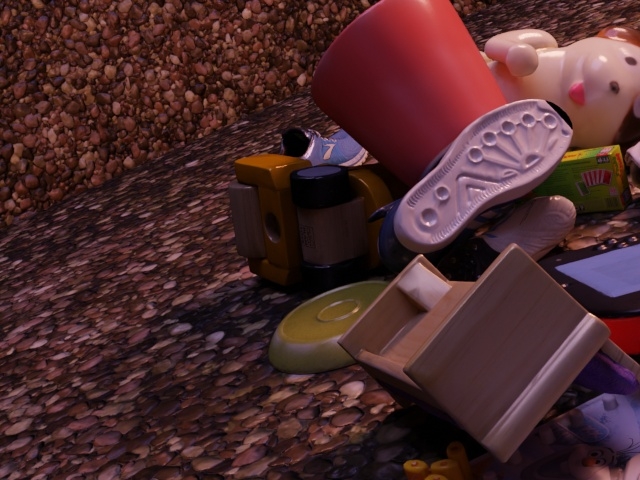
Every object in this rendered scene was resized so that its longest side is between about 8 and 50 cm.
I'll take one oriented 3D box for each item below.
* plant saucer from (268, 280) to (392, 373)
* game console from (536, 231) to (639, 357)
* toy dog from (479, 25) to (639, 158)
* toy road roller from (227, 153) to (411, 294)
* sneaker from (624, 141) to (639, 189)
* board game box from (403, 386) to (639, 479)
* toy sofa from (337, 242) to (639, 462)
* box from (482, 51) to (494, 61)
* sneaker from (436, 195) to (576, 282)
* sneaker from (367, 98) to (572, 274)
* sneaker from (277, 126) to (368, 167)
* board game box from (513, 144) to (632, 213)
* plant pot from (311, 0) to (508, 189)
[{"bbox_3d":[0.031,0.115,1.431,0.241,0.037,0.241,-18,18,6],"label":"plant saucer"},{"bbox_3d":[0.431,0.023,1.119,0.342,0.060,0.386,-20,7,1],"label":"game console"},{"bbox_3d":[0.401,-0.225,1.761,0.407,0.285,0.395,-8,-12,38],"label":"toy dog"},{"bbox_3d":[0.015,-0.045,1.690,0.240,0.203,0.329,-16,18,-33],"label":"toy road roller"},{"bbox_3d":[0.549,-0.147,1.531,0.169,0.108,0.292,-39,-13,21],"label":"sneaker"},{"bbox_3d":[0.306,0.200,0.832,0.390,0.050,0.390,-24,17,-12],"label":"board game box"},{"bbox_3d":[0.153,0.120,0.999,0.150,0.177,0.362,-47,5,-8],"label":"toy sofa"},{"bbox_3d":[0.361,-0.301,2.094,0.261,0.184,0.103,-19,19,4],"label":"box"},{"bbox_3d":[0.266,0.013,1.434,0.237,0.085,0.086,-29,-8,-16],"label":"sneaker"},{"bbox_3d":[0.217,-0.068,1.498,0.322,0.130,0.236,-39,-8,-14],"label":"sneaker"},{"bbox_3d":[-0.005,-0.206,2.277,0.129,0.147,0.330,-6,21,38],"label":"sneaker"},{"bbox_3d":[0.388,-0.089,1.563,0.181,0.092,0.043,-6,21,39],"label":"board game box"},{"bbox_3d":[0.161,-0.221,1.580,0.275,0.243,0.275,-33,-18,-12],"label":"plant pot"}]
